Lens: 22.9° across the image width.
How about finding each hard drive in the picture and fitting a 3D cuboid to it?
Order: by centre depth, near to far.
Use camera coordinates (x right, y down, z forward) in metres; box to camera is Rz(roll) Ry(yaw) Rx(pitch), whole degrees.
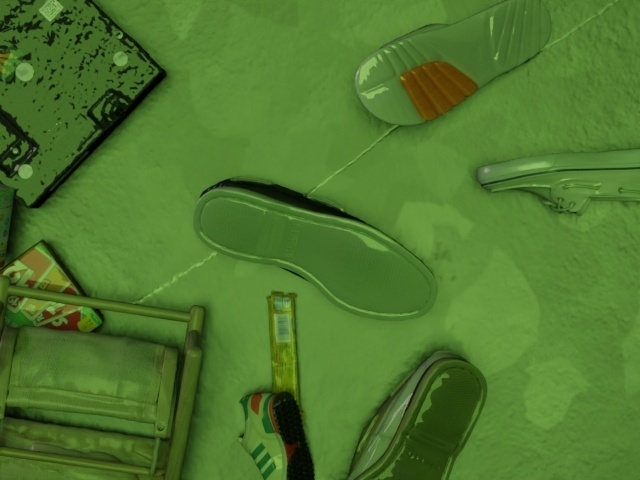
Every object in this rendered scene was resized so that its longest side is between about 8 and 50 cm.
[{"bbox_3d":[-0.385,-0.235,1.894,0.339,0.064,0.237,43,92,0],"label":"hard drive"}]

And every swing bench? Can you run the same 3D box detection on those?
[{"bbox_3d":[-0.277,0.199,1.829,0.253,0.165,0.255,9,106,-6],"label":"swing bench"}]

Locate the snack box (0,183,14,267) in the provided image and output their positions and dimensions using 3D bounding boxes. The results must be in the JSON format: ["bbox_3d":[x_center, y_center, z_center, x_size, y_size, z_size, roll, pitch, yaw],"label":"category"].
[{"bbox_3d":[-0.437,-0.031,1.879,0.141,0.037,0.100,17,108,20],"label":"snack box"}]

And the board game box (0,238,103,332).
[{"bbox_3d":[-0.403,0.124,1.905,0.259,0.039,0.124,-36,99,4],"label":"board game box"}]

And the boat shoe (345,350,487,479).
[{"bbox_3d":[0.093,0.269,1.864,0.113,0.103,0.302,34,91,-12],"label":"boat shoe"}]

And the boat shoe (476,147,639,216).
[{"bbox_3d":[0.300,-0.066,1.863,0.226,0.083,0.076,-6,89,1],"label":"boat shoe"}]

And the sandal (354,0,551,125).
[{"bbox_3d":[0.153,-0.214,1.878,0.265,0.076,0.102,-24,105,-18],"label":"sandal"}]

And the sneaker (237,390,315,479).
[{"bbox_3d":[-0.058,0.255,1.899,0.075,0.057,0.161,1,109,37],"label":"sneaker"}]

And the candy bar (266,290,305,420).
[{"bbox_3d":[-0.043,0.141,1.908,0.040,0.018,0.161,-3,91,9],"label":"candy bar"}]

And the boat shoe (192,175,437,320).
[{"bbox_3d":[0.000,0.000,1.869,0.302,0.091,0.114,26,111,-1],"label":"boat shoe"}]
